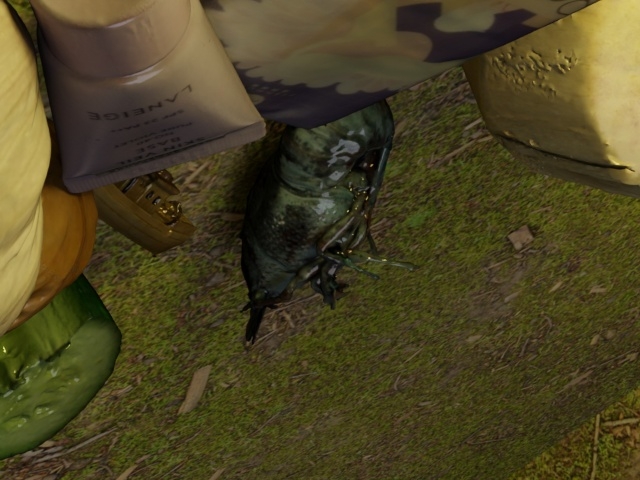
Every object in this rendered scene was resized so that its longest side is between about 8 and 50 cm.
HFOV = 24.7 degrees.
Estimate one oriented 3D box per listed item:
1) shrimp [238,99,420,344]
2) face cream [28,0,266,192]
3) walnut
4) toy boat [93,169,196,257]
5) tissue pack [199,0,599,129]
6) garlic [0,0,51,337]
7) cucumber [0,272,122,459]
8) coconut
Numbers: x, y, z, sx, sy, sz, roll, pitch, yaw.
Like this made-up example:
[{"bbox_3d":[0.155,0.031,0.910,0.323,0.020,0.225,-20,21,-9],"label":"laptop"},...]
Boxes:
[{"bbox_3d":[0.000,-0.001,1.461,0.137,0.172,0.372,-23,148,-26],"label":"shrimp"},{"bbox_3d":[-0.122,-0.109,0.966,0.154,0.096,0.274,-20,158,-4],"label":"face cream"},{"bbox_3d":[-0.283,-0.009,1.125,0.222,0.195,0.195,-38,154,8],"label":"walnut"},{"bbox_3d":[-0.170,-0.043,1.332,0.072,0.064,0.206,-46,154,0],"label":"toy boat"},{"bbox_3d":[0.032,-0.198,1.034,0.344,0.125,0.242,-20,157,40],"label":"tissue pack"},{"bbox_3d":[-0.302,-0.054,0.898,0.241,0.322,0.322,-11,150,-51],"label":"garlic"},{"bbox_3d":[-0.295,0.114,1.417,0.191,0.130,0.191,-28,156,-14],"label":"cucumber"},{"bbox_3d":[0.271,-0.198,1.253,0.353,0.352,0.352,-24,154,-12],"label":"coconut"}]
